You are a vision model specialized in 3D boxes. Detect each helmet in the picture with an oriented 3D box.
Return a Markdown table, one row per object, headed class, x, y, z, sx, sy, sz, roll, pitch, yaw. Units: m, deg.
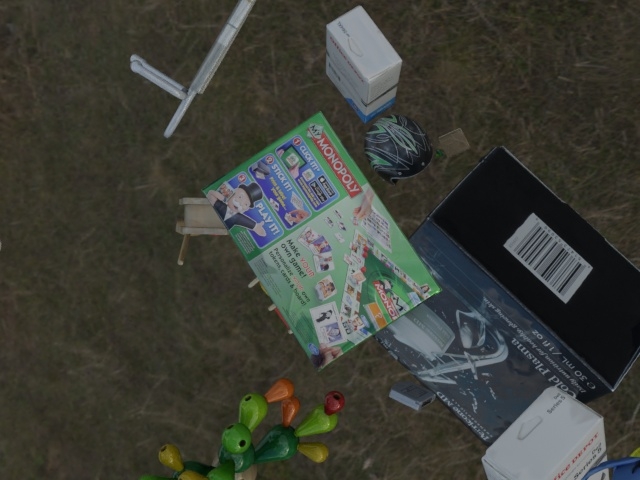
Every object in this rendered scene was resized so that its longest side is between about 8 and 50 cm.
| class | x | y | z | sx | sy | sz | roll | pitch | yaw |
| --- | --- | --- | --- | --- | --- | --- | --- | --- | --- |
| helmet | 0.187 | -0.223 | 1.869 | 0.169 | 0.169 | 0.161 | 64 | 172 | 9 |

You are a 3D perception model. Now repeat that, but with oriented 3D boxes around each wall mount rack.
| class | x | y | z | sx | sy | sz | roll | pitch | yaw |
| --- | --- | --- | --- | --- | --- | --- | --- | --- | --- |
| wall mount rack | -0.209 | -0.350 | 1.256 | 0.350 | 0.131 | 0.304 | -58 | 16 | 6 |

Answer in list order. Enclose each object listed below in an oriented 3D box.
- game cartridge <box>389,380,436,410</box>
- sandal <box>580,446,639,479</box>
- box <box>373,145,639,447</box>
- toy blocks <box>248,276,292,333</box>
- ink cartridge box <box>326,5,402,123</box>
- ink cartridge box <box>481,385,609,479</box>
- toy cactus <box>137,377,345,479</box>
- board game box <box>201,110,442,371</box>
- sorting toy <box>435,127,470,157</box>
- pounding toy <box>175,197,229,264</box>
| class | x | y | z | sx | sy | sz | roll | pitch | yaw |
| --- | --- | --- | --- | --- | --- | --- | --- | --- | --- |
| game cartridge | 0.137 | 0.232 | 1.164 | 0.056 | 0.083 | 0.017 | 27 | 101 | 24 |
| sandal | 0.422 | 0.320 | 0.951 | 0.317 | 0.138 | 0.126 | 105 | 153 | -70 |
| box | 0.382 | 0.142 | 1.693 | 0.480 | 0.297 | 0.471 | 43 | 148 | 7 |
| toy blocks | -0.025 | 0.089 | 1.225 | 0.123 | 0.054 | 0.148 | -41 | 92 | 25 |
| ink cartridge box | 0.084 | -0.348 | 1.549 | 0.148 | 0.086 | 0.203 | 55 | 172 | 11 |
| ink cartridge box | 0.419 | 0.430 | 1.414 | 0.115 | 0.198 | 0.272 | 32 | 155 | 43 |
| toy cactus | -0.079 | 0.233 | 0.797 | 0.112 | 0.219 | 0.180 | 52 | 154 | 20 |
| board game box | 0.000 | 0.000 | 1.130 | 0.214 | 0.046 | 0.317 | -33 | 82 | 1 |
| sorting toy | 0.299 | -0.223 | 1.798 | 0.083 | 0.012 | 0.062 | -22 | 120 | 22 |
| pounding toy | -0.241 | -0.019 | 1.739 | 0.269 | 0.154 | 0.154 | -173 | 85 | -76 |
